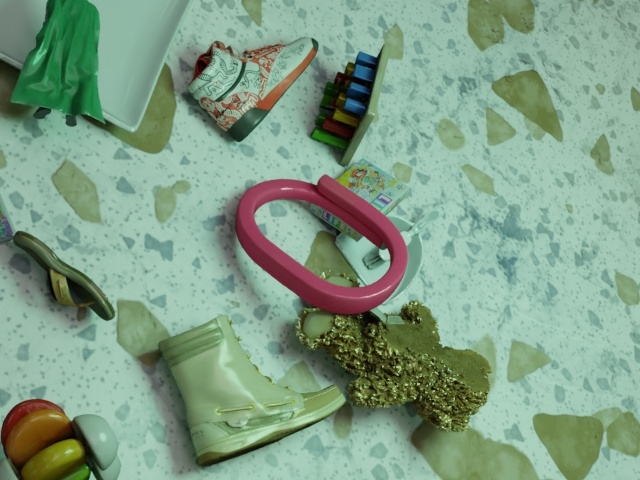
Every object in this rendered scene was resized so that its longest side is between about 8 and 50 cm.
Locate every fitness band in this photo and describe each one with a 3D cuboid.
[{"bbox_3d":[0.000,0.000,1.724,0.291,0.054,0.209,36,52,18],"label":"fitness band"}]

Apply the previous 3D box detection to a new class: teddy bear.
[{"bbox_3d":[0.108,0.183,1.743,0.338,0.113,0.245,21,36,-20],"label":"teddy bear"}]

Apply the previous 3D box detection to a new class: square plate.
[{"bbox_3d":[-0.394,-0.374,1.717,0.344,0.049,0.347,28,55,-18],"label":"square plate"}]

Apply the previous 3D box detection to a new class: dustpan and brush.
[{"bbox_3d":[0.142,-0.003,1.880,0.211,0.060,0.147,-37,90,-39],"label":"dustpan and brush"}]

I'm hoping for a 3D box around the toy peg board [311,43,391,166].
[{"bbox_3d":[0.048,-0.243,1.882,0.079,0.161,0.161,18,58,-7],"label":"toy peg board"}]

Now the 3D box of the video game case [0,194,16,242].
[{"bbox_3d":[-0.516,-0.056,1.504,0.143,0.019,0.157,-18,77,-38],"label":"video game case"}]

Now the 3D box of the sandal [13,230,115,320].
[{"bbox_3d":[-0.365,0.058,1.519,0.180,0.072,0.049,41,68,-8],"label":"sandal"}]

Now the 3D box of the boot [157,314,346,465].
[{"bbox_3d":[-0.099,0.200,1.608,0.262,0.095,0.203,-15,75,-34],"label":"boot"}]

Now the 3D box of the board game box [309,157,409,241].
[{"bbox_3d":[0.068,-0.071,1.860,0.103,0.026,0.154,34,49,17],"label":"board game box"}]

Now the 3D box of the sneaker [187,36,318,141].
[{"bbox_3d":[-0.115,-0.300,1.837,0.145,0.090,0.270,43,54,-12],"label":"sneaker"}]

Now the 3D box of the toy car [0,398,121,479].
[{"bbox_3d":[-0.346,0.270,1.367,0.159,0.182,0.136,-29,68,-21],"label":"toy car"}]

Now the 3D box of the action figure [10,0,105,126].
[{"bbox_3d":[-0.377,-0.286,1.613,0.137,0.063,0.232,14,66,-26],"label":"action figure"}]
